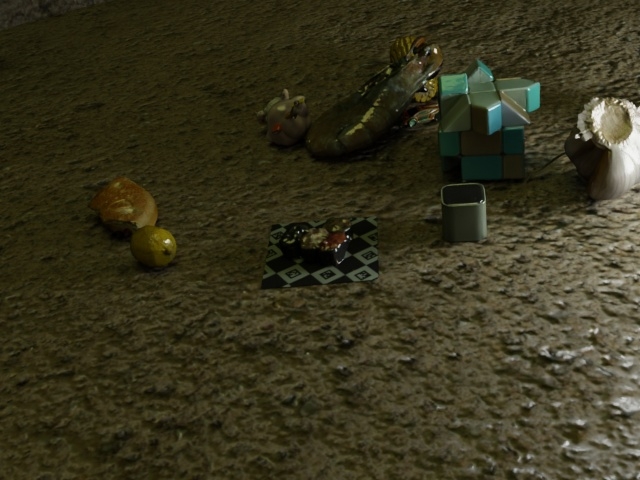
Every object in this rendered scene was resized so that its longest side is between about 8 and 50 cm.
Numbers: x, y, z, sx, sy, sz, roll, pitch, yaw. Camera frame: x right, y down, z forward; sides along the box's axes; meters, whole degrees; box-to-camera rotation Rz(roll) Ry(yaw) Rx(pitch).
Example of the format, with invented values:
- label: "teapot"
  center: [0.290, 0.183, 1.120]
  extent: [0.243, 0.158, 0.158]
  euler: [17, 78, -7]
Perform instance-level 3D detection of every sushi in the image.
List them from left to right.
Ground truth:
- label: "sushi"
  center: [0.000, 0.000, 1.643]
  extent: [0.219, 0.047, 0.231]
  euler: [-5, 32, 6]

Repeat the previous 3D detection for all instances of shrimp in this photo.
- label: "shrimp"
  center: [0.136, -0.339, 2.065]
  extent: [0.445, 0.110, 0.221]
  euler: [-42, 30, -21]

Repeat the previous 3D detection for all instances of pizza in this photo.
- label: "pizza"
  center: [-0.420, -0.068, 1.845]
  extent: [0.134, 0.056, 0.271]
  euler: [-20, 35, -23]

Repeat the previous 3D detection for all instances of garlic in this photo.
- label: "garlic"
  center: [0.524, -0.187, 1.690]
  extent: [0.256, 0.207, 0.207]
  euler: [-3, 31, 23]

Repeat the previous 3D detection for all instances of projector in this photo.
- label: "projector"
  center: [0.273, -0.053, 1.633]
  extent: [0.083, 0.082, 0.083]
  euler: [-3, 33, 8]

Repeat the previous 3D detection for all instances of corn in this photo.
- label: "corn"
  center: [0.247, -0.459, 2.274]
  extent: [0.106, 0.106, 0.305]
  euler: [-8, 32, 0]

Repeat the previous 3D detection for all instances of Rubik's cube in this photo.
- label: "Rubik's cube"
  center: [0.353, -0.264, 1.829]
  extent: [0.224, 0.213, 0.265]
  euler: [-2, 29, 13]

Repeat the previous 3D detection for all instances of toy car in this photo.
- label: "toy car"
  center: [0.247, -0.312, 2.101]
  extent: [0.121, 0.035, 0.059]
  euler: [-11, 34, -6]

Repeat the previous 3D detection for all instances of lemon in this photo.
- label: "lemon"
  center: [-0.324, 0.012, 1.671]
  extent: [0.110, 0.082, 0.082]
  euler: [23, 43, 40]

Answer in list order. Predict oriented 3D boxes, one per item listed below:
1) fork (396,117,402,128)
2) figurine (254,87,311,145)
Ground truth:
- label: "fork"
  center: [0.172, -0.313, 2.123]
  extent: [0.021, 0.039, 0.235]
  euler: [8, 25, -17]
- label: "figurine"
  center: [-0.087, -0.299, 2.096]
  extent: [0.137, 0.112, 0.229]
  euler: [-43, 29, 1]
